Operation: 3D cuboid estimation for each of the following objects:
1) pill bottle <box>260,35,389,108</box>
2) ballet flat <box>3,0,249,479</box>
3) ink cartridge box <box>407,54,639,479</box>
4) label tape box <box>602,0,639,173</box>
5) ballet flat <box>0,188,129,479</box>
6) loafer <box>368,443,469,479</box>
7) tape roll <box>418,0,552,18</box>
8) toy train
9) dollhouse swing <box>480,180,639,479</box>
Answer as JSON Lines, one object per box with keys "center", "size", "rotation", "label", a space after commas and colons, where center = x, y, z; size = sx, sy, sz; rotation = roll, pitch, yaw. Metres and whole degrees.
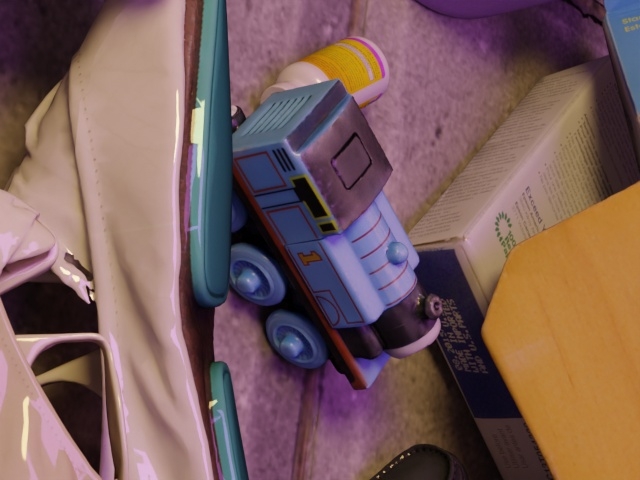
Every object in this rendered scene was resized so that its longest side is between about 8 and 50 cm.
{"center": [0.002, -0.091, 0.889], "size": [0.083, 0.043, 0.043], "rotation": [-32, 108, -45], "label": "pill bottle"}
{"center": [-0.097, 0.043, 0.707], "size": [0.139, 0.139, 0.400], "rotation": [0, 84, -47], "label": "ballet flat"}
{"center": [0.212, 0.050, 1.080], "size": [0.330, 0.071, 0.324], "rotation": [-47, 118, -44], "label": "ink cartridge box"}
{"center": [0.333, -0.069, 0.968], "size": [0.115, 0.249, 0.347], "rotation": [-77, 151, -67], "label": "label tape box"}
{"center": [-0.136, 0.037, 0.632], "size": [0.086, 0.086, 0.248], "rotation": [-18, 84, -47], "label": "ballet flat"}
{"center": [0.013, 0.188, 0.839], "size": [0.223, 0.076, 0.078], "rotation": [-46, 125, -36], "label": "loafer"}
{"center": [0.115, -0.293, 1.006], "size": [0.275, 0.090, 0.274], "rotation": [9, 78, -46], "label": "tape roll"}
{"center": [0.000, 0.000, 0.829], "size": [0.080, 0.105, 0.184], "rotation": [-49, 119, -39], "label": "toy train"}
{"center": [0.305, 0.131, 0.933], "size": [0.305, 0.347, 0.315], "rotation": [65, 7, 28], "label": "dollhouse swing"}
